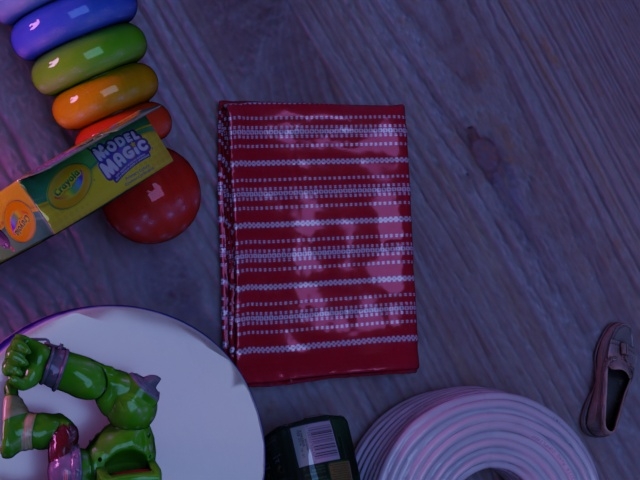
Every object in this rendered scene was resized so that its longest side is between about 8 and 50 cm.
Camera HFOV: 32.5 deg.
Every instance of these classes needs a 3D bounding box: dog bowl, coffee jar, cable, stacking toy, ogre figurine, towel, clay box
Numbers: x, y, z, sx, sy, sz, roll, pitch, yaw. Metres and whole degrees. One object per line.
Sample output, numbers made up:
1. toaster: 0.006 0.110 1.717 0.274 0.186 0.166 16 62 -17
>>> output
1. dog bowl: -0.184 0.186 0.940 0.265 0.104 0.264 2 84 -18
2. coffee jar: 0.003 0.254 0.974 0.079 0.096 0.184 -4 67 -26
3. cable: 0.148 0.268 1.050 0.257 0.089 0.257 12 80 -17
4. stacking toy: -0.197 -0.153 0.970 0.141 0.141 0.330 -27 100 -19
5. ogre figurine: -0.182 0.173 0.837 0.118 0.097 0.197 2 80 -12
6. towel: 0.000 0.000 1.062 0.199 0.031 0.274 0 84 -19
7. clay box: -0.213 -0.034 0.876 0.127 0.222 0.053 -38 103 -40

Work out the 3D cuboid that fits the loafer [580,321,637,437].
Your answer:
1. loafer: 0.307 0.145 1.142 0.045 0.039 0.125 21 78 -14
